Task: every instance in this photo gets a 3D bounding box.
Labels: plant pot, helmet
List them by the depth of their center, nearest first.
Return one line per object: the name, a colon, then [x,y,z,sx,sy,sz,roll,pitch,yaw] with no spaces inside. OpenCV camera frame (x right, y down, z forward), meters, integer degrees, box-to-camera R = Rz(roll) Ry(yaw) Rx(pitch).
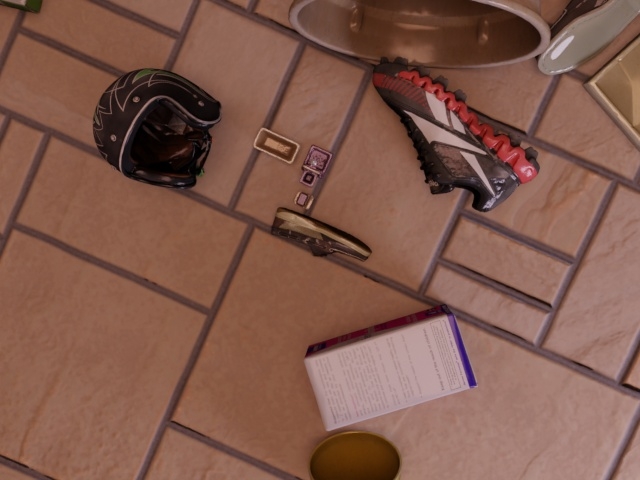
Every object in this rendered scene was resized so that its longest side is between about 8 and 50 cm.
plant pot: [0.140,-0.414,1.158,0.334,0.334,0.305,6,87,2]
helmet: [-0.232,-0.159,1.249,0.161,0.169,0.169,16,94,-17]
plant pot: [0.053,0.355,1.303,0.134,0.134,0.095,-4,120,2]

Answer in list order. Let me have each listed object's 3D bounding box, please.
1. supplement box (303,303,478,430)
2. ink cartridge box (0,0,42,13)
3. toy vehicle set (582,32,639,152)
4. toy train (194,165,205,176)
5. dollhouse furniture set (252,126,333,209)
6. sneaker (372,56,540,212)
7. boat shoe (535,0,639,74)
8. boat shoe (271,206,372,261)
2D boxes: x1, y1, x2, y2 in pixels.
supplement box: [0.097,0.179,1.288,0.220,0.111,0.114,-19,92,3]
ink cartridge box: [-0.444,-0.445,1.296,0.109,0.062,0.209,14,93,2]
toy vehicle set: [0.527,-0.181,1.290,0.166,0.035,0.267,-41,91,4]
toy train: [-0.212,-0.095,1.327,0.083,0.024,0.017,-12,93,3]
dollhouse furniture set: [-0.051,-0.108,1.292,0.114,0.081,0.091,25,94,1]
sneaker: [0.170,-0.142,1.273,0.276,0.097,0.135,38,92,-2]
boat shoe: [0.393,-0.327,1.271,0.228,0.081,0.069,-38,48,15]
boat shoe: [0.000,0.000,1.314,0.152,0.056,0.049,25,99,10]
